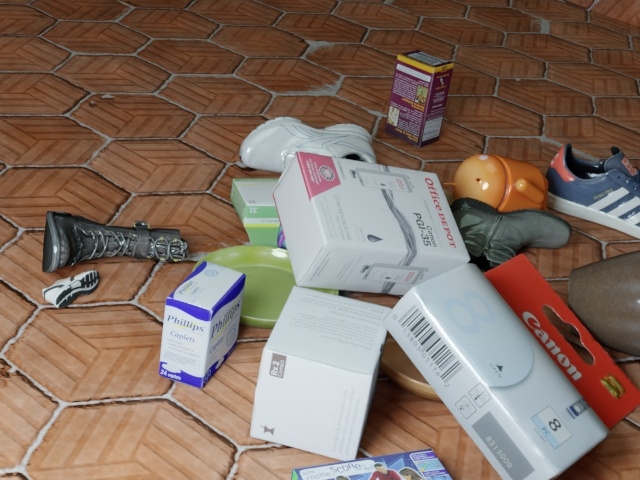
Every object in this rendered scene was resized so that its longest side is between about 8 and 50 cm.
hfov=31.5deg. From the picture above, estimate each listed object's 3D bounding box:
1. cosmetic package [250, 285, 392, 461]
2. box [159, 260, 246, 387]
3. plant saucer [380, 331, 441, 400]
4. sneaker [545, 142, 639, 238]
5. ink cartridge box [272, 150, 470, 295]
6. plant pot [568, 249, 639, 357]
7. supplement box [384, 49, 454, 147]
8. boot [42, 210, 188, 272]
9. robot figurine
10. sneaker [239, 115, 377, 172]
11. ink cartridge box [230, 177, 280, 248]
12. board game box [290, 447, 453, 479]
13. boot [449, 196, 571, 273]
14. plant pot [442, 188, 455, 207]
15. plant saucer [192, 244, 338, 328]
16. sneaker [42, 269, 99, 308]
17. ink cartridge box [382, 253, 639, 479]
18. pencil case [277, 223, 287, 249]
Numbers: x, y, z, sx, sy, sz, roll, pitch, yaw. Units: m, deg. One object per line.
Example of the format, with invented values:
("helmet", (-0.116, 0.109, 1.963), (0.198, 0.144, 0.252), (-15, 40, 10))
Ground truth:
("cosmetic package", (0.003, 0.182, 1.572), (0.152, 0.151, 0.183), (13, 29, 6))
("box", (-0.171, 0.121, 1.651), (0.072, 0.137, 0.126), (16, 29, 13))
("plant saucer", (0.169, 0.185, 1.716), (0.200, 0.037, 0.200), (12, 25, -6))
("sneaker", (0.625, -0.102, 2.278), (0.350, 0.148, 0.131), (16, 29, 13))
("ink cartridge box", (0.084, -0.025, 1.903), (0.283, 0.117, 0.207), (6, 48, -28))
("plant pot", (0.524, 0.102, 1.841), (0.231, 0.215, 0.215), (1, 25, 18))
("supplement box", (0.219, -0.317, 2.527), (0.104, 0.188, 0.081), (28, 33, 33))
("boot", (-0.330, 0.002, 1.853), (0.229, 0.091, 0.263), (6, 11, -8))
("robot figurine", (0.348, -0.101, 2.191), (0.219, 0.128, 0.158), (7, 35, -37))
("sneaker", (-0.017, -0.177, 2.296), (0.297, 0.111, 0.129), (-4, 36, -20))
("ink cartridge box", (-0.059, -0.043, 2.085), (0.171, 0.056, 0.235), (-1, 27, -18))
("board game box", (0.078, 0.330, 1.437), (0.201, 0.035, 0.136), (-4, 30, -21))
("boot", (0.348, 0.015, 2.081), (0.247, 0.083, 0.161), (10, 42, -9))
("plant pot", (0.162, -0.060, 2.197), (0.236, 0.032, 0.236), (6, 29, -3))
("plant saucer", (-0.092, 0.081, 1.858), (0.241, 0.037, 0.241), (7, 28, -4))
("sneaker", (-0.394, 0.070, 1.792), (0.044, 0.040, 0.109), (17, 26, 28))
("ink cartridge box", (0.310, 0.158, 1.625), (0.385, 0.091, 0.308), (-21, 67, -46))
("pencil case", (0.000, 0.000, 1.977), (0.152, 0.070, 0.064), (15, 70, -7))
